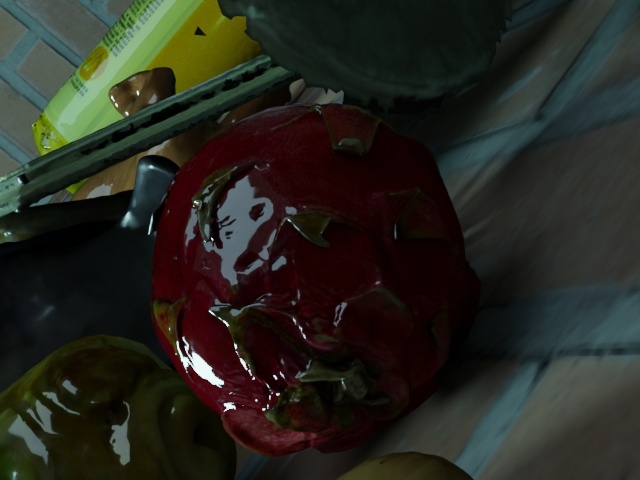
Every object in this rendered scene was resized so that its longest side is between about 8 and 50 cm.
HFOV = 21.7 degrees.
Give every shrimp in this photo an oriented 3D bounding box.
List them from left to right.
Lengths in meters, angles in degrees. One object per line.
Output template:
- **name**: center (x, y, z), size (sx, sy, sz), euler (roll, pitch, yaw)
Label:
- **shrimp**: center (-0.114, -0.004, 0.850), size (0.152, 0.046, 0.219), euler (-9, 2, 11)

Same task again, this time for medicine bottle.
- **medicine bottle**: center (-0.137, -0.133, 1.406), size (0.239, 0.124, 0.124), euler (-50, 11, 7)

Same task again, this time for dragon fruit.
- **dragon fruit**: center (0.000, 0.000, 0.495), size (0.094, 0.094, 0.190), euler (-47, 5, 15)

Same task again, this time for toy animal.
- **toy animal**: center (-0.148, 0.067, 0.715), size (0.298, 0.122, 0.185), euler (-33, -11, 10)
- **toy animal**: center (-0.127, -0.006, 1.055), size (0.312, 0.097, 0.157), euler (-46, 24, 12)

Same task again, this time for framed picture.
- **framed picture**: center (-0.032, -0.065, 0.696), size (0.274, 0.017, 0.217), euler (-28, 6, -24)

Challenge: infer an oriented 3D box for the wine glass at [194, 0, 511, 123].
- **wine glass**: center (0.099, -0.195, 0.469), size (0.357, 0.190, 0.190), euler (-40, 15, 41)

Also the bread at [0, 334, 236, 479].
- **bread**: center (-0.127, 0.135, 0.554), size (0.269, 0.087, 0.098), euler (-45, 9, 22)

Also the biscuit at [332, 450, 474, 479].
- **biscuit**: center (-0.029, 0.136, 0.300), size (0.203, 0.041, 0.260), euler (-46, 12, 9)
